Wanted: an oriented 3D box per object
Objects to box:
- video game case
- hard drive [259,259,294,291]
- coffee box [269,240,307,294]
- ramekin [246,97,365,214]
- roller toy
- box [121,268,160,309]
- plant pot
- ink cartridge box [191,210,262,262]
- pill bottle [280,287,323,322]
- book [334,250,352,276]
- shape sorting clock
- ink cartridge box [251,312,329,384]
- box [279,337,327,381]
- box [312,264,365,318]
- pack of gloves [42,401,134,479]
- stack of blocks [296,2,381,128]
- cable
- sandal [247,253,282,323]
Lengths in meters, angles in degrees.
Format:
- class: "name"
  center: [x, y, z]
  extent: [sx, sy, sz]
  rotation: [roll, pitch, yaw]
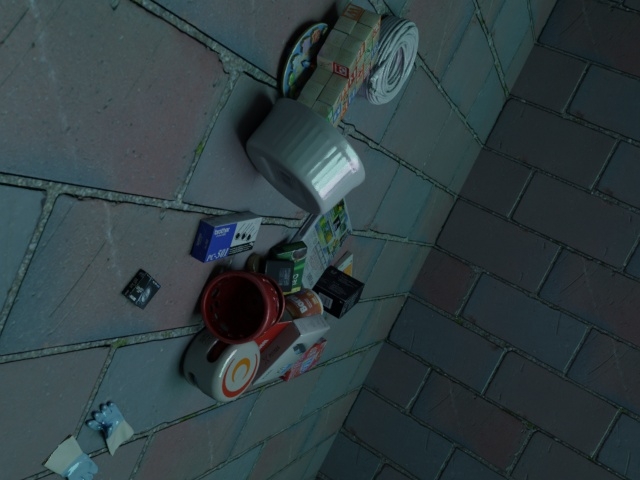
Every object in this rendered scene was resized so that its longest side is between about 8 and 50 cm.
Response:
- class: "video game case"
  center: [0.000, 0.000, 2.095]
  extent: [0.299, 0.036, 0.329]
  rotation: [-55, 157, -17]
- class: "hard drive"
  center: [-0.127, 0.104, 1.786]
  extent: [0.135, 0.022, 0.094]
  rotation: [5, 92, -56]
- class: "coffee box"
  center: [-0.105, 0.091, 1.898]
  extent: [0.113, 0.040, 0.184]
  rotation: [-13, 134, -30]
- class: "ramekin"
  center: [-0.044, -0.185, 1.439]
  extent: [0.135, 0.277, 0.277]
  rotation: [-48, 157, -12]
- class: "roller toy"
  center: [-0.277, 0.334, 1.713]
  extent: [0.191, 0.146, 0.209]
  rotation: [4, 105, -60]
- class: "box"
  center: [-0.389, 0.107, 1.343]
  extent: [0.067, 0.018, 0.083]
  rotation: [-55, 159, -18]
- class: "plant pot"
  center: [-0.200, 0.173, 1.644]
  extent: [0.191, 0.191, 0.174]
  rotation: [-63, 167, 5]
- class: "ink cartridge box"
  center: [-0.229, -0.012, 1.528]
  extent: [0.207, 0.046, 0.097]
  rotation: [-17, 130, -62]
- class: "pill bottle"
  center: [-0.102, 0.251, 2.034]
  extent: [0.216, 0.121, 0.121]
  rotation: [-29, 143, -42]
- class: "book"
  center: [0.088, 0.123, 2.461]
  extent: [0.096, 0.035, 0.144]
  rotation: [-42, 152, -34]
- class: "shape sorting clock"
  center: [-0.028, -0.423, 1.486]
  extent: [0.206, 0.040, 0.206]
  rotation: [-48, 155, -31]
- class: "ink cartridge box"
  center: [-0.150, 0.349, 1.913]
  extent: [0.261, 0.066, 0.296]
  rotation: [-5, 144, -48]
- class: "box"
  center: [-0.096, 0.409, 2.256]
  extent: [0.257, 0.128, 0.122]
  rotation: [-6, 122, -66]
- class: "box"
  center: [0.055, 0.190, 2.290]
  extent: [0.158, 0.156, 0.093]
  rotation: [-34, 147, -51]
- class: "pack of gloves"
  center: [-0.532, 0.501, 1.472]
  extent: [0.195, 0.046, 0.232]
  rotation: [-50, 156, -30]
- class: "stack of blocks"
  center: [0.041, -0.402, 1.506]
  extent: [0.297, 0.087, 0.171]
  rotation: [-61, 169, -16]
- class: "cable"
  center: [0.196, -0.526, 1.814]
  extent: [0.257, 0.089, 0.257]
  rotation: [-62, 160, 0]
- class: "sandal"
  center: [-0.178, 0.138, 1.810]
  extent: [0.088, 0.079, 0.239]
  rotation: [-47, 132, -41]
